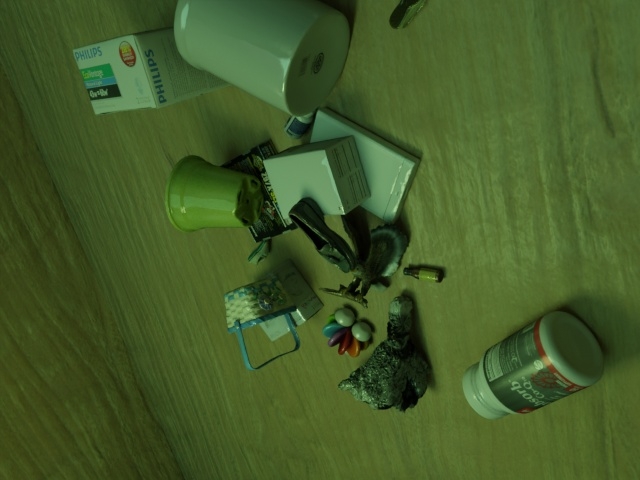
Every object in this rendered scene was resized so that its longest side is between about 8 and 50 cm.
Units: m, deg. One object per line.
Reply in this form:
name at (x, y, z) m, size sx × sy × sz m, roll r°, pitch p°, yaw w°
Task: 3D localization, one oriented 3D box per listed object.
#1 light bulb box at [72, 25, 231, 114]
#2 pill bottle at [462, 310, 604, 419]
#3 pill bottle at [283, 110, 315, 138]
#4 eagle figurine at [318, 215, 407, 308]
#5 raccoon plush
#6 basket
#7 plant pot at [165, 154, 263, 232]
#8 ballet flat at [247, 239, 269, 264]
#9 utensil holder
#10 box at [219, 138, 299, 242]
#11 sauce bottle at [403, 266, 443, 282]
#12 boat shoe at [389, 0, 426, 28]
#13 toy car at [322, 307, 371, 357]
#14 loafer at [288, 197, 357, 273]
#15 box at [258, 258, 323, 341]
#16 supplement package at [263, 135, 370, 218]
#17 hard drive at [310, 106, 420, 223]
light bulb box at (-0.539, -0.575, 1.900) m, size 0.358 × 0.361 × 0.225 m, roll 6°, pitch 118°, yaw 39°
pill bottle at (0.584, 0.366, 1.619) m, size 0.210 × 0.210 × 0.363 m, roll 48°, pitch 136°, yaw 7°
pill bottle at (-0.063, -0.383, 1.821) m, size 0.067 × 0.067 × 0.120 m, roll 49°, pitch 136°, yaw 7°
eagle figurine at (0.142, 0.060, 1.858) m, size 0.226 × 0.225 × 0.298 m, roll 12°, pitch 97°, yaw -10°
raccoon plush at (0.216, 0.395, 2.028) m, size 0.299 × 0.216 × 0.446 m, roll 10°, pitch 93°, yaw 52°
basket at (-0.206, 0.290, 2.039) m, size 0.201 × 0.255 × 0.288 m, roll -17°, pitch 90°, yaw 40°
plant pot at (-0.347, -0.147, 1.985) m, size 0.254 × 0.276 × 0.276 m, roll 9°, pitch 121°, yaw 23°
ballet flat at (-0.229, 0.045, 2.245) m, size 0.052 × 0.057 × 0.168 m, roll 30°, pitch 142°, yaw -15°
utensil holder at (-0.156, -0.567, 1.615) m, size 0.385 × 0.327 × 0.327 m, roll 32°, pitch 132°, yaw 18°
box at (-0.207, -0.168, 2.068) m, size 0.257 × 0.079 × 0.322 m, roll -19°, pitch 102°, yaw 43°
sauce bottle at (0.322, 0.105, 1.807) m, size 0.128 × 0.042 × 0.042 m, roll 10°, pitch 121°, yaw 39°
boat shoe at (0.236, -0.603, 1.457) m, size 0.056 × 0.048 × 0.153 m, roll 53°, pitch 131°, yaw 19°
toy car at (0.084, 0.349, 2.088) m, size 0.182 × 0.136 × 0.159 m, roll 40°, pitch 135°, yaw 15°
loafer at (0.000, 0.000, 1.721) m, size 0.267 × 0.084 × 0.096 m, roll 52°, pitch 139°, yaw -3°
box at (-0.157, 0.239, 2.234) m, size 0.231 × 0.127 × 0.262 m, roll 53°, pitch 136°, yaw 1°
supplement package at (-0.013, -0.191, 1.771) m, size 0.262 × 0.145 × 0.204 m, roll -2°, pitch 114°, yaw 41°
hard drive at (0.116, -0.231, 1.775) m, size 0.353 × 0.047 × 0.233 m, roll 34°, pitch 133°, yaw 21°
